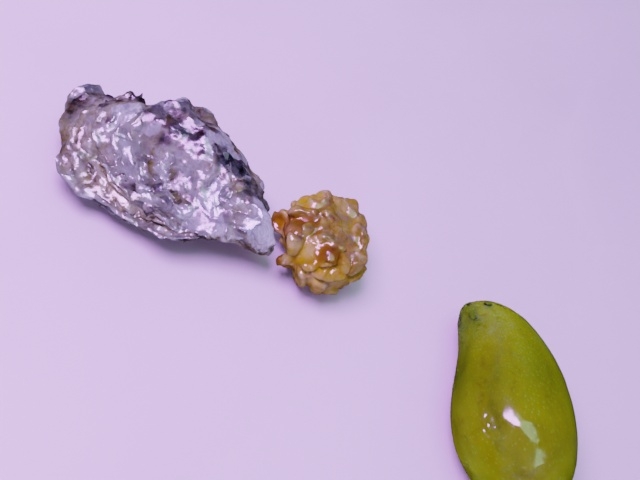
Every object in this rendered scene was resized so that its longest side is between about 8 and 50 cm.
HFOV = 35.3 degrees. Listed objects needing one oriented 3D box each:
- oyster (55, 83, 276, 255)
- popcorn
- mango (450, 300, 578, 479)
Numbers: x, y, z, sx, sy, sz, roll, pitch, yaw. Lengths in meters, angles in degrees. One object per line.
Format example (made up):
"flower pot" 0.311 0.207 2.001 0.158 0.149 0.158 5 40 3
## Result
"oyster" -0.110 -0.055 0.750 0.177 0.064 0.125 18 62 -11
"popcorn" 0.000 0.000 0.764 0.083 0.057 0.082 30 54 0
"mango" 0.139 0.116 0.742 0.091 0.074 0.165 0 62 -19
